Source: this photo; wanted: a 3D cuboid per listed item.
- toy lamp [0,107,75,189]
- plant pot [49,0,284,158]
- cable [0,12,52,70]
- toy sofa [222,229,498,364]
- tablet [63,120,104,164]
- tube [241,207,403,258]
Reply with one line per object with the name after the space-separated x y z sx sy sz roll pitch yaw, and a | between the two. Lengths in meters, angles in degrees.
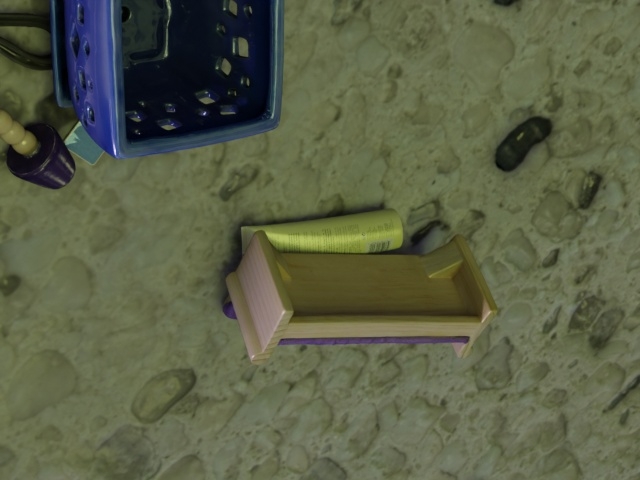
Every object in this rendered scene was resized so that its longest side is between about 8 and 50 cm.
-0.388 -0.144 1.457 0.080 0.080 0.275 -47 142 -1 | toy lamp
-0.194 -0.249 1.445 0.236 0.212 0.236 -15 119 -34 | plant pot
-0.438 -0.256 1.440 0.287 0.072 0.139 -12 109 -37 | cable
0.052 0.098 1.753 0.362 0.150 0.177 2 138 -29 | toy sofa
-0.290 -0.143 1.585 0.054 0.006 0.083 36 94 -35 | tablet
0.000 0.000 1.778 0.240 0.062 0.070 -11 77 -18 | tube
